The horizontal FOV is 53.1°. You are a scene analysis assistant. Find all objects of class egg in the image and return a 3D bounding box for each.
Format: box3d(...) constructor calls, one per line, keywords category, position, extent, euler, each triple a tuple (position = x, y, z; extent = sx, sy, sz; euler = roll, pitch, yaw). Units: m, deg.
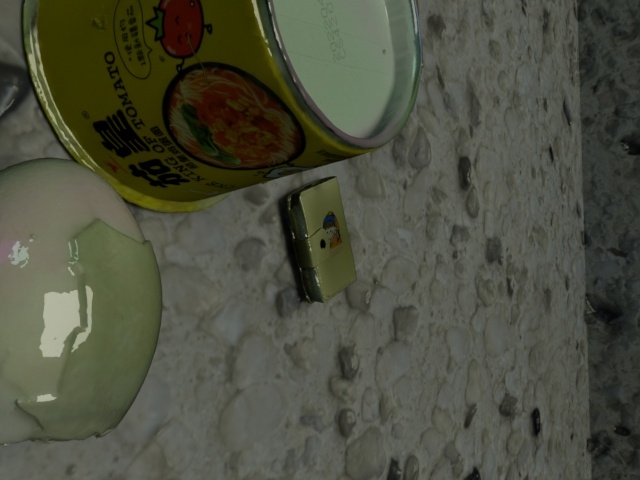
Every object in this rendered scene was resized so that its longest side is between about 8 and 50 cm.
box3d(category="egg", position=(-0.212, 0.042, 0.478), extent=(0.183, 0.183, 0.217), euler=(17, 64, -51))

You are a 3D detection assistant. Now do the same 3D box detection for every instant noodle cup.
box3d(category="instant noodle cup", position=(-0.069, -0.195, 0.618), extent=(0.325, 0.254, 0.326), euler=(6, 82, -53))

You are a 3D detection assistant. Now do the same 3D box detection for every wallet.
box3d(category="wallet", position=(0.000, 0.000, 0.876), extent=(0.110, 0.039, 0.155), euler=(-31, 113, -53))
